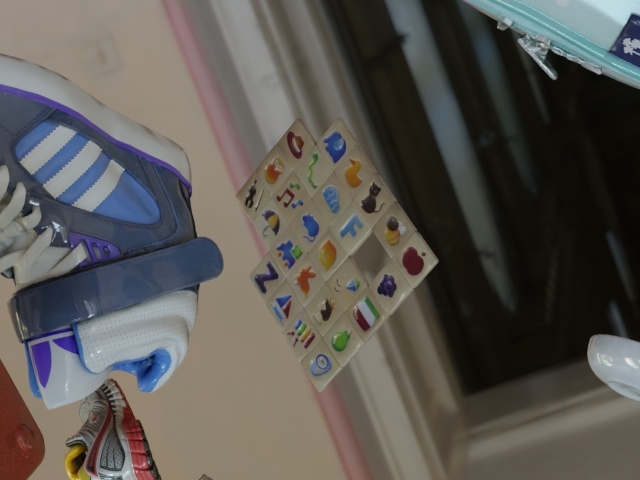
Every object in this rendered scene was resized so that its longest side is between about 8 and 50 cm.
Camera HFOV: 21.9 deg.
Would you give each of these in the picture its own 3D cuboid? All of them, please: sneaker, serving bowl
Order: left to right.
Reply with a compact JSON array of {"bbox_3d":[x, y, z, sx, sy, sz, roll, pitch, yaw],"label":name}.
[{"bbox_3d":[-0.222,0.005,1.279,0.130,0.236,0.322,-22,149,39],"label":"sneaker"},{"bbox_3d":[-0.246,0.220,1.839,0.092,0.088,0.225,-20,-164,-11],"label":"sneaker"},{"bbox_3d":[0.235,0.101,1.231,0.083,0.083,0.027,-4,-122,62],"label":"serving bowl"}]

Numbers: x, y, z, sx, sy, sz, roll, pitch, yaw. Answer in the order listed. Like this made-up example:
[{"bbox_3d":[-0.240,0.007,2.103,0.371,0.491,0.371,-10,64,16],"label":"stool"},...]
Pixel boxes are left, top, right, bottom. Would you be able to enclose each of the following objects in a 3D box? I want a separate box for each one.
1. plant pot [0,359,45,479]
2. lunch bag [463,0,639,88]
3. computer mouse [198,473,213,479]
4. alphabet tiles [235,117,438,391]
[{"bbox_3d":[-0.334,0.129,1.021,0.235,0.267,0.267,-21,-166,22],"label":"plant pot"},{"bbox_3d":[0.152,-0.204,0.727,0.279,0.224,0.108,-64,-178,10],"label":"lunch bag"},{"bbox_3d":[-0.049,0.239,1.150,0.060,0.184,0.262,-15,-168,33],"label":"computer mouse"},{"bbox_3d":[0.000,0.000,1.676,0.009,0.237,0.198,5,134,-47],"label":"alphabet tiles"}]
